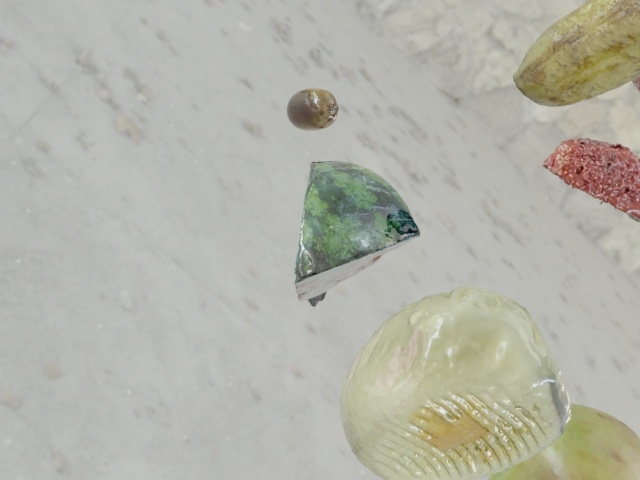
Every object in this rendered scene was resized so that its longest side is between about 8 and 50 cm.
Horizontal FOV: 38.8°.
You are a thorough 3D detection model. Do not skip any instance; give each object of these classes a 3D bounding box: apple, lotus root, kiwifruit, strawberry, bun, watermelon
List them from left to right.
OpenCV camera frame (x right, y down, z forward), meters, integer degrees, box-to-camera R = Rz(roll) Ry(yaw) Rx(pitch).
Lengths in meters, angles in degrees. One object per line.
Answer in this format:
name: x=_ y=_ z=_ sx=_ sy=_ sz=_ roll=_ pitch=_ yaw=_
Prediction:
kiwifruit: x=-0.016 y=-0.232 z=1.613 sx=0.075 sy=0.075 sz=0.124 roll=37 pitch=-11 yaw=-27
watermelon: x=-0.005 y=-0.015 z=1.161 sx=0.136 sy=0.202 sz=0.207 roll=25 pitch=27 yaw=-42
bun: x=0.137 y=0.140 z=0.901 sx=0.244 sy=0.243 sz=0.153 roll=31 pitch=40 yaw=-39
apple: x=0.451 y=0.473 z=1.659 sx=0.305 sy=0.338 sz=0.338 roll=40 pitch=22 yaw=-1
strawberry: x=0.518 y=-0.112 z=1.592 sx=0.286 sy=0.106 sz=0.188 roll=21 pitch=19 yaw=-36
lotus root: x=0.343 y=-0.235 z=1.051 sx=0.097 sy=0.258 sz=0.110 roll=6 pitch=60 yaw=-53

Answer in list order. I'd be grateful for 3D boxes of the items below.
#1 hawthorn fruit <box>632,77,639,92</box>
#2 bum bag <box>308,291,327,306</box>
hawthorn fruit: x=0.514 y=-0.257 z=1.186 sx=0.287 sy=0.330 sz=0.287 roll=28 pitch=2 yaw=-1
bum bag: x=0.011 y=0.037 z=1.814 sx=0.049 sy=0.198 sz=0.087 roll=19 pitch=0 yaw=-18
